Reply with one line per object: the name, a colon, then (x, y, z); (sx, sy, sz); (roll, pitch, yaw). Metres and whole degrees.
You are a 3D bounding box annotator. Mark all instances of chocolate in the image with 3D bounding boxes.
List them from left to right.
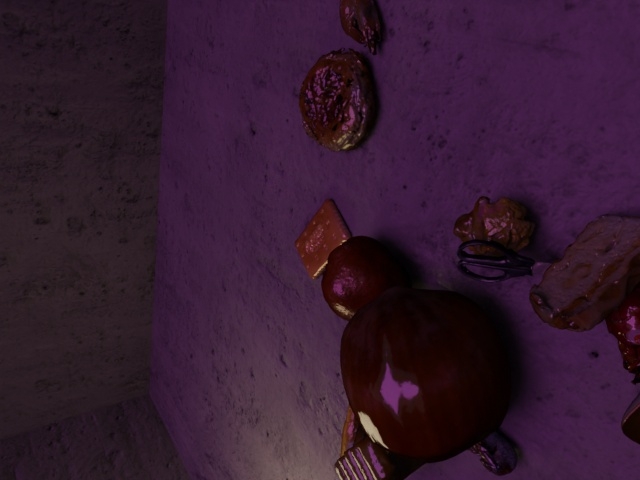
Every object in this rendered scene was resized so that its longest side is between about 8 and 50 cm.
chocolate: (0.098, 0.597, 1.379); (0.085, 0.085, 0.220); (10, 102, 51)

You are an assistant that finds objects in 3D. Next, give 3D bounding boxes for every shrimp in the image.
shrimp: (0.105, -0.569, 1.178); (0.115, 0.051, 0.217); (-42, 65, 54)
shrimp: (0.342, 0.445, 1.037); (0.232, 0.079, 0.090); (25, 154, 50)

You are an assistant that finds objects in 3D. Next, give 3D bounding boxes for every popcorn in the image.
popcorn: (0.349, -0.024, 0.909); (0.145, 0.126, 0.126); (14, 88, 69)

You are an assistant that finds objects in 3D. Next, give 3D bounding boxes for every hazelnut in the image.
hazelnut: (0.214, 0.284, 0.963); (0.365, 0.365, 0.367); (13, 106, 51)

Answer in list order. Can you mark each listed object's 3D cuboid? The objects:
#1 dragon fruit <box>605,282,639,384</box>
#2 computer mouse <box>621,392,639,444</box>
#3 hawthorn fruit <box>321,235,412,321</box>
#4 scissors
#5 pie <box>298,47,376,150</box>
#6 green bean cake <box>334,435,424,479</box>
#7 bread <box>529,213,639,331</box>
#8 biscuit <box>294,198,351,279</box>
dragon fruit: (0.522, 0.154, 0.742); (0.094, 0.094, 0.191); (-2, 103, 52)
computer mouse: (0.575, 0.212, 0.654); (0.158, 0.072, 0.311); (21, 118, 9)
hawthorn fruit: (0.129, 0.116, 1.155); (0.260, 0.224, 0.224); (25, 118, 24)
scissors: (0.405, 0.050, 0.827); (0.299, 0.022, 0.109); (6, 137, 24)
pie: (0.043, -0.378, 1.261); (0.308, 0.085, 0.309); (12, 106, 50)
green bean cake: (0.177, 0.534, 1.135); (0.124, 0.236, 0.233); (57, 138, 25)
bread: (0.448, 0.053, 0.733); (0.232, 0.088, 0.128); (-47, 26, 0)
biscuit: (-0.001, 0.000, 1.431); (0.250, 0.030, 0.160); (-50, 58, 44)
